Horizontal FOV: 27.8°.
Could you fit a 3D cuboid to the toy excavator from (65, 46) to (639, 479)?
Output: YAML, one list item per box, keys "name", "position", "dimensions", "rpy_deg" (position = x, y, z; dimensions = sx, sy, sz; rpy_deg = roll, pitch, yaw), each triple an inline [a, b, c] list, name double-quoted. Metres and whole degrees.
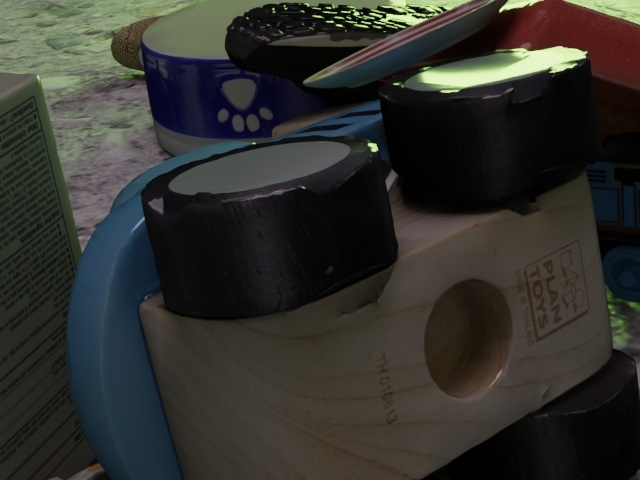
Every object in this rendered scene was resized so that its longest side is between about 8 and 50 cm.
- name: "toy excavator"
  position: [0.000, 0.000, 0.794]
  dimensions: [0.433, 0.222, 0.445]
  rpy_deg: [-24, 20, -34]

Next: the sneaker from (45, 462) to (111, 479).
- name: "sneaker"
  position: [-0.132, 0.146, 0.703]
  dimensions: [0.032, 0.037, 0.083]
  rpy_deg: [-36, -13, 31]

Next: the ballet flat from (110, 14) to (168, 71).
- name: "ballet flat"
  position: [-0.140, -0.214, 1.440]
  dimensions: [0.206, 0.073, 0.067]
  rpy_deg: [-7, 39, 11]

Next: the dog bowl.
- name: "dog bowl"
  position: [-0.039, -0.168, 1.261]
  dimensions: [0.265, 0.104, 0.265]
  rpy_deg: [-7, 24, 3]

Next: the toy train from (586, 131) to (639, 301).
- name: "toy train"
  position: [0.254, -0.012, 0.827]
  dimensions: [0.184, 0.105, 0.080]
  rpy_deg: [8, 29, 31]

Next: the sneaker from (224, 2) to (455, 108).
- name: "sneaker"
  position: [0.045, -0.131, 1.095]
  dimensions: [0.283, 0.124, 0.107]
  rpy_deg: [-6, 23, -36]

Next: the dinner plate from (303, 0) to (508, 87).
- name: "dinner plate"
  position: [0.056, -0.118, 0.774]
  dimensions: [0.141, 0.017, 0.141]
  rpy_deg: [-26, 10, 5]

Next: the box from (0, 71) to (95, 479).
- name: "box"
  position: [-0.217, 0.039, 0.710]
  dimensions: [0.127, 0.232, 0.148]
  rpy_deg: [3, 27, 23]

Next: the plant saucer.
- name: "plant saucer"
  position: [0.189, -0.106, 0.875]
  dimensions: [0.258, 0.048, 0.259]
  rpy_deg: [14, -1, -19]
